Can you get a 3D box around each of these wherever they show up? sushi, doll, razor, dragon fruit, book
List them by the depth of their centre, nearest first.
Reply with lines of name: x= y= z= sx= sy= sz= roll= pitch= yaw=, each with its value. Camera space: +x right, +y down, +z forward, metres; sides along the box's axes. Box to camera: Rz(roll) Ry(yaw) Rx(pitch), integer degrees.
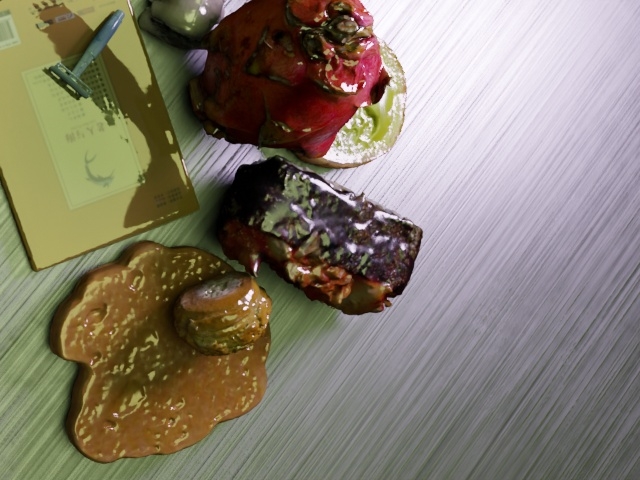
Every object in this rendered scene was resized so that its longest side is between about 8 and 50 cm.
dragon fruit: x=-0.045 y=-0.237 z=1.841 sx=0.250 sy=0.250 sz=0.315 roll=36 pitch=119 yaw=-24
razor: x=-0.319 y=-0.273 z=1.848 sx=0.068 sy=0.040 sz=0.135 roll=41 pitch=69 yaw=-22
book: x=-0.349 y=-0.178 z=1.870 sx=0.269 sy=0.032 sz=0.389 roll=-21 pitch=102 yaw=-22
doll: x=-0.182 y=-0.372 z=1.905 sx=0.149 sy=0.095 sz=0.192 roll=21 pitch=87 yaw=-23
sushi: x=0.000 y=0.000 z=1.969 sx=0.343 sy=0.196 sz=0.182 roll=27 pitch=89 yaw=-29

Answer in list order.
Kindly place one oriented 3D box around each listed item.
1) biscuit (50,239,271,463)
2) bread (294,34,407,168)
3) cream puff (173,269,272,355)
biscuit: x=-0.240 y=0.162 z=1.930 sx=0.351 sy=0.057 sz=0.312 roll=-32 pitch=106 yaw=-23
bread: x=0.027 y=-0.224 z=2.030 sx=0.236 sy=0.070 sz=0.236 roll=-2 pitch=96 yaw=-25
cream puff: x=-0.138 y=0.111 z=1.883 sx=0.144 sy=0.126 sz=0.103 roll=-26 pitch=121 yaw=-16
